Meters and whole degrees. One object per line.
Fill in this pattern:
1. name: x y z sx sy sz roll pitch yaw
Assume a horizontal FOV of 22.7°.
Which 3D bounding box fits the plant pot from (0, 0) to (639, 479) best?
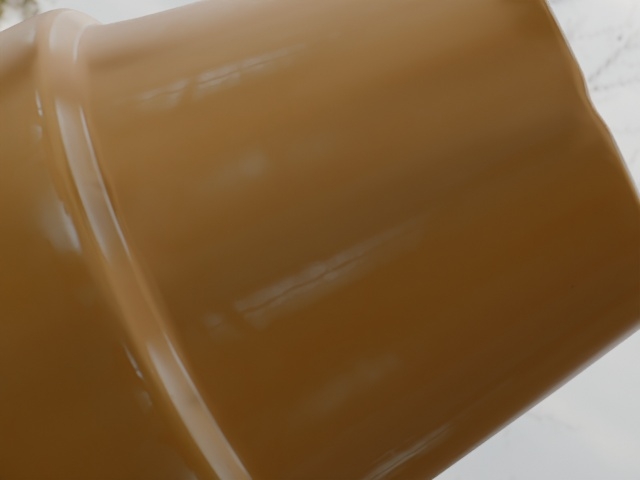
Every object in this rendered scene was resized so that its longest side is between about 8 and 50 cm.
1. plant pot: 0.000 0.000 0.499 0.205 0.188 0.205 62 10 -18
